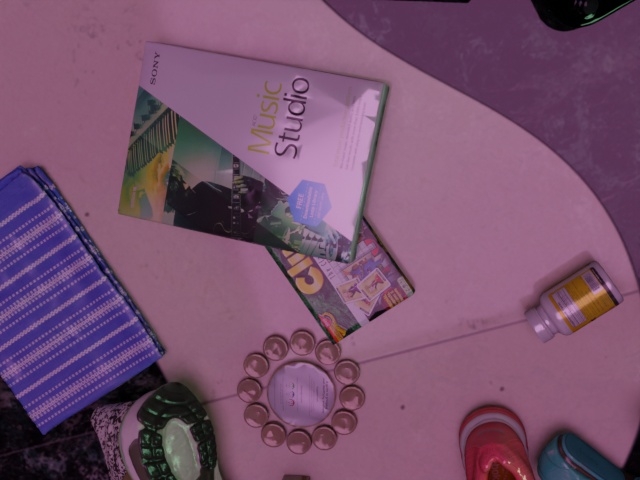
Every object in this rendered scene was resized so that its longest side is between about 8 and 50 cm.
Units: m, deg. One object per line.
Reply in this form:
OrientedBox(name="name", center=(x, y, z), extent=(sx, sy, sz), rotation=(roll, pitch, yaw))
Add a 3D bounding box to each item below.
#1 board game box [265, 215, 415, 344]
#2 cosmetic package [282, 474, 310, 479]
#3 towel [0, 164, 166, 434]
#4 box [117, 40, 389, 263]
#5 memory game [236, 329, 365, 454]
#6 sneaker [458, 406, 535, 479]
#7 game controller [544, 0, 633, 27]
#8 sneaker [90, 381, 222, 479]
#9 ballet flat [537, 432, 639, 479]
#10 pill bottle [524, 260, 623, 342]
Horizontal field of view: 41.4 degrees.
OrientedBox(name="board game box", center=(0.000, 0.000, 1.144), extent=(0.136, 0.030, 0.260), rotation=(-34, 93, 14))
OrientedBox(name="cosmetic package", center=(-0.040, 0.380, 1.182), extent=(0.041, 0.115, 0.060), rotation=(1, 102, 6))
OrientedBox(name="towel", center=(-0.406, 0.088, 1.211), extent=(0.243, 0.040, 0.336), rotation=(-33, 96, 13))
OrientedBox(name="box", center=(-0.090, -0.116, 1.096), extent=(0.321, 0.058, 0.232), rotation=(12, 96, 11))
OrientedBox(name="memory game", center=(-0.028, 0.216, 1.201), extent=(0.186, 0.012, 0.186), rotation=(1, 101, 7))
OrientedBox(name="sneaker", center=(0.248, 0.391, 1.137), extent=(0.115, 0.136, 0.314), rotation=(-14, 99, 11))
OrientedBox(name="game controller", center=(0.292, -0.412, 0.969), extent=(0.166, 0.067, 0.319), rotation=(-27, 113, 7))
OrientedBox(name="sneaker", center=(-0.223, 0.393, 1.224), extent=(0.182, 0.158, 0.411), rotation=(-2, 105, 39))
OrientedBox(name="ballet flat", center=(0.400, 0.353, 1.149), extent=(0.247, 0.083, 0.087), rotation=(34, 127, 0))
OrientedBox(name="pill bottle", center=(0.327, 0.083, 1.103), extent=(0.116, 0.065, 0.065), rotation=(-34, 95, 13))
